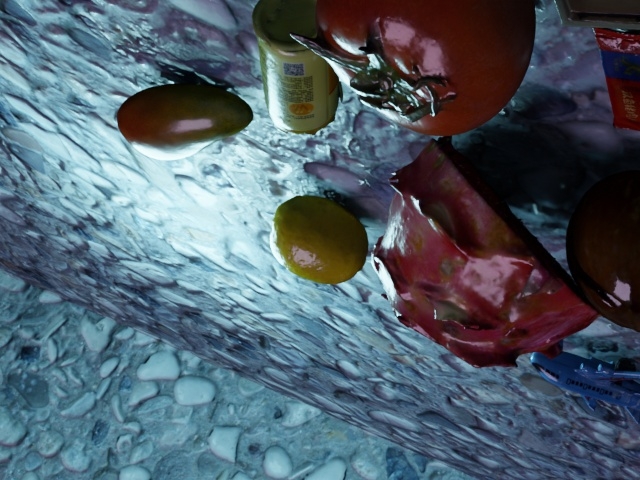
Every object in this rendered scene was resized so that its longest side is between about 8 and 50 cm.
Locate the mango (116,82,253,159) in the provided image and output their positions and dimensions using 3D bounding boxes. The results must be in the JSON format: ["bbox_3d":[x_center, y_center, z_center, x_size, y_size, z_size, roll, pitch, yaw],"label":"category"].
[{"bbox_3d":[-0.257,-0.219,1.754,0.289,0.129,0.146,-10,135,45],"label":"mango"}]

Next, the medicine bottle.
[{"bbox_3d":[-0.029,-0.250,1.418,0.124,0.124,0.239,23,159,13],"label":"medicine bottle"}]

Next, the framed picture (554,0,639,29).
[{"bbox_3d":[0.368,-0.296,0.962,0.335,0.022,0.247,12,153,36],"label":"framed picture"}]

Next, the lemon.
[{"bbox_3d":[0.000,0.000,1.877,0.207,0.170,0.170,24,159,-10],"label":"lemon"}]

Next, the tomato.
[{"bbox_3d":[0.118,-0.244,1.105,0.255,0.224,0.256,28,162,10],"label":"tomato"}]

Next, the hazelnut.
[{"bbox_3d":[0.444,0.018,1.302,0.234,0.218,0.218,23,166,-38],"label":"hazelnut"}]

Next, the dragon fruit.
[{"bbox_3d":[0.218,0.043,1.432,0.371,0.249,0.386,43,-168,-10],"label":"dragon fruit"}]

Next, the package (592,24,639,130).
[{"bbox_3d":[0.383,-0.188,1.185,0.083,0.022,0.200,14,156,32],"label":"package"}]

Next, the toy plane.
[{"bbox_3d":[0.539,0.270,1.901,0.271,0.105,0.254,29,158,0],"label":"toy plane"}]
